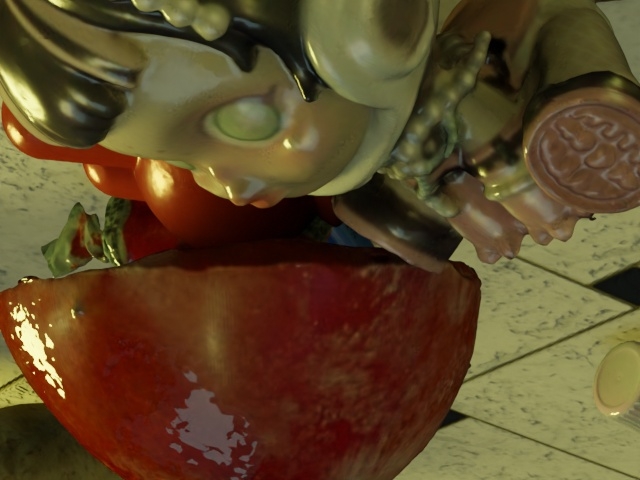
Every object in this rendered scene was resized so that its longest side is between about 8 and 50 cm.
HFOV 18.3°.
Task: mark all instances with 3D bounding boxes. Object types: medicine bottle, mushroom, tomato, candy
[{"bbox_3d":[0.314,0.142,1.613,0.203,0.083,0.083,25,148,-29],"label":"medicine bottle"},{"bbox_3d":[-0.277,0.227,1.833,0.254,0.195,0.189,-2,136,-37],"label":"mushroom"},{"bbox_3d":[-0.046,0.095,1.243,0.309,0.170,0.309,-7,175,-1],"label":"tomato"},{"bbox_3d":[-0.068,-0.018,1.385,0.292,0.086,0.059,-9,142,27],"label":"candy"}]

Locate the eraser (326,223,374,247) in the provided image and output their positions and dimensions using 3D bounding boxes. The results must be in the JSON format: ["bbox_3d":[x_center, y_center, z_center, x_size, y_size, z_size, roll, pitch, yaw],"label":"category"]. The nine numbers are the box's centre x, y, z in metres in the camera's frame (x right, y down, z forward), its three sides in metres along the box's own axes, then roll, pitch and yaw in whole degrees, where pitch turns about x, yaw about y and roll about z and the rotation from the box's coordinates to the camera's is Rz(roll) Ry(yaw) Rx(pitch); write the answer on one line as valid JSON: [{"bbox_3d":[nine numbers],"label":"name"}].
[{"bbox_3d":[0.000,0.000,1.464,0.063,0.027,0.084,-6,150,22],"label":"eraser"}]

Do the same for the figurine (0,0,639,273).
[{"bbox_3d":[-0.012,-0.113,1.040,0.361,0.211,0.253,18,147,-25],"label":"figurine"}]

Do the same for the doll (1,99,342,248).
[{"bbox_3d":[-0.055,-0.058,1.254,0.290,0.129,0.161,8,162,10],"label":"doll"}]
